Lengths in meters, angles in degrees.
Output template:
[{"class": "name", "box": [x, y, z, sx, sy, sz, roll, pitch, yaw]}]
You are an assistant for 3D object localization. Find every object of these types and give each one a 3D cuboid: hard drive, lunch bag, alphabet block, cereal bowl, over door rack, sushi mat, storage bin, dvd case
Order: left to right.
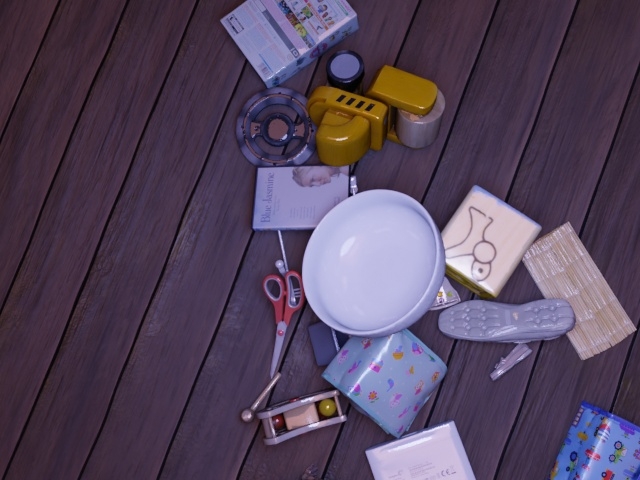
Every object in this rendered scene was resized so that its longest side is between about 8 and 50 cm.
[{"class": "dvd case", "box": [-0.049, -0.112, 1.558, 0.252, 0.022, 0.181, -1, 69, 9]}, {"class": "over door rack", "box": [0.000, 0.000, 1.565, 0.239, 0.108, 0.325, -11, 82, 5]}, {"class": "storage bin", "box": [0.032, 0.255, 1.546, 0.091, 0.098, 0.135, -19, 81, 32]}, {"class": "cereal bowl", "box": [0.134, 0.063, 1.393, 0.338, 0.141, 0.339, -12, 65, 27]}, {"class": "lunch bag", "box": [0.169, 0.328, 1.463, 0.262, 0.160, 0.223, 45, 77, -29]}, {"class": "hard drive", "box": [0.279, 0.648, 1.486, 0.232, 0.047, 0.353, -20, 81, 4]}, {"class": "alphabet block", "box": [0.386, 0.009, 1.475, 0.192, 0.193, 0.197, 35, 89, 11]}, {"class": "sushi mat", "box": [0.637, 0.125, 1.518, 0.151, 0.019, 0.317, -29, 81, 2]}, {"class": "lunch bag", "box": [0.723, 0.550, 1.421, 0.293, 0.138, 0.221, 27, 86, -3]}]

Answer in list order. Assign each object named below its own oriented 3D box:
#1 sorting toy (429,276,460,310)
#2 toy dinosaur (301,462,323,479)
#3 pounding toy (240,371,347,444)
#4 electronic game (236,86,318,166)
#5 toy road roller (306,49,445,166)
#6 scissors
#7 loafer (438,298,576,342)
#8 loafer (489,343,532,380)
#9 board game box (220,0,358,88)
[{"class": "sorting toy", "box": [0.304, 0.133, 1.548, 0.083, 0.045, 0.075, -16, 75, 5]}, {"class": "toy dinosaur", "box": [0.015, 0.634, 1.441, 0.295, 0.200, 0.127, 23, 87, 9]}, {"class": "pounding toy", "box": [-0.082, 0.404, 1.503, 0.269, 0.154, 0.155, -16, 82, 4]}, {"class": "electronic game", "box": [-0.114, -0.298, 1.641, 0.229, 0.048, 0.230, 0, 90, 3]}, {"class": "toy road roller", "box": [0.122, -0.291, 1.515, 0.329, 0.202, 0.241, 21, 74, 12]}, {"class": "scissors", "box": [-0.089, 0.218, 1.541, 0.108, 0.021, 0.297, 0, 103, 11]}, {"class": "loafer", "box": [0.452, 0.206, 1.487, 0.319, 0.111, 0.112, -4, 59, 23]}, {"class": "loafer", "box": [0.467, 0.299, 1.511, 0.125, 0.045, 0.039, -35, 64, -5]}, {"class": "board game box", "box": [-0.082, -0.587, 1.649, 0.303, 0.097, 0.224, -35, 82, 3]}]
